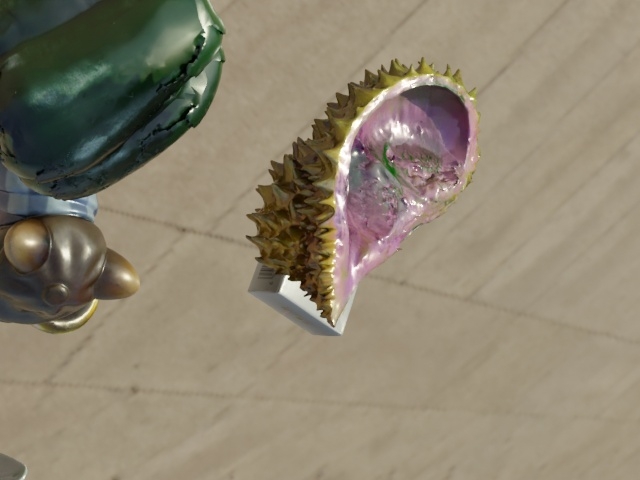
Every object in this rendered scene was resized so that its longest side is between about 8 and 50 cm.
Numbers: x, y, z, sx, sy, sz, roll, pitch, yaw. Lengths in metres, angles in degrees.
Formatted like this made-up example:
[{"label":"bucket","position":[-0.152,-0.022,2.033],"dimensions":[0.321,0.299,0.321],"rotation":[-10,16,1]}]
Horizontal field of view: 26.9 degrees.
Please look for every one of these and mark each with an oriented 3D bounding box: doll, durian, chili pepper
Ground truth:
[{"label":"doll","position":[-0.372,-0.056,1.705],"dimensions":[0.209,0.340,0.318],"rotation":[-24,158,25]},{"label":"durian","position":[0.043,-0.077,1.213],"dimensions":[0.260,0.153,0.186],"rotation":[-30,145,-52]},{"label":"chili pepper","position":[-0.233,-0.185,1.334],"dimensions":[0.256,0.248,0.233],"rotation":[-34,-170,-7]}]

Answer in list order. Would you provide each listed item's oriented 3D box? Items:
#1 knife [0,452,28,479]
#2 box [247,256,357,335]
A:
[{"label":"knife","position":[-0.424,0.235,1.278],"dimensions":[0.336,0.081,0.043],"rotation":[-11,129,12]},{"label":"box","position":[0.000,-0.001,1.876],"dimensions":[0.149,0.067,0.233],"rotation":[39,62,-44]}]
